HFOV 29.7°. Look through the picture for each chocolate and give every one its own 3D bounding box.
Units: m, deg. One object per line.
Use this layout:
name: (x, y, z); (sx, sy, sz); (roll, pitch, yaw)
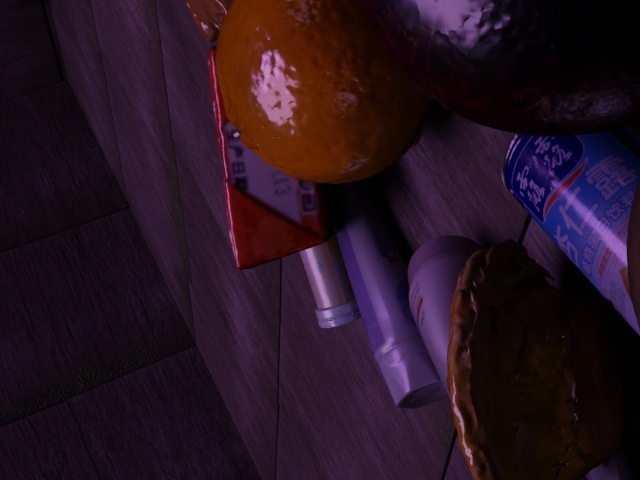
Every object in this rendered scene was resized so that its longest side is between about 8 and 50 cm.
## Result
chocolate: (-0.050, -0.093, 1.334); (0.237, 0.108, 0.235); (-39, -57, -88)

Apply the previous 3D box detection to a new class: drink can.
drink can: (0.216, 0.006, 0.765); (0.235, 0.097, 0.097); (54, 160, 40)

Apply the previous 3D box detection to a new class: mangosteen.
mangosteen: (0.122, -0.160, 0.655); (0.216, 0.216, 0.216); (59, 163, 31)

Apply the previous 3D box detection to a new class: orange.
orange: (0.002, -0.157, 1.117); (0.219, 0.193, 0.219); (45, 163, 17)

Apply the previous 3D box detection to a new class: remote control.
remote control: (0.265, 0.240, 1.064); (0.050, 0.027, 0.184); (47, 159, 56)

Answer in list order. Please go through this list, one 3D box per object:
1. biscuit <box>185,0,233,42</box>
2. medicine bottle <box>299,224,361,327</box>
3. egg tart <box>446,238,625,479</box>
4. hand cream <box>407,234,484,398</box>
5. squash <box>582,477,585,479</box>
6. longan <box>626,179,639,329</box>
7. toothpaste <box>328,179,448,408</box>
biscuit: (-0.162, -0.403, 1.596); (0.275, 0.052, 0.355); (66, 166, 7)
medicine bottle: (0.000, 0.000, 1.564); (0.074, 0.074, 0.218); (-176, 67, -74)
egg tart: (0.173, 0.115, 0.943); (0.241, 0.105, 0.241); (33, -128, -56)
hand cream: (0.124, 0.093, 1.055); (0.248, 0.083, 0.133); (-87, -24, -61)
squash: (0.217, 0.291, 1.221); (0.094, 0.094, 0.224); (59, 171, 29)
longan: (0.232, 0.006, 0.581); (0.167, 0.167, 0.187); (-166, 69, -72)
toothpaste: (0.054, 0.013, 1.393); (0.125, 0.080, 0.371); (94, 156, -61)
